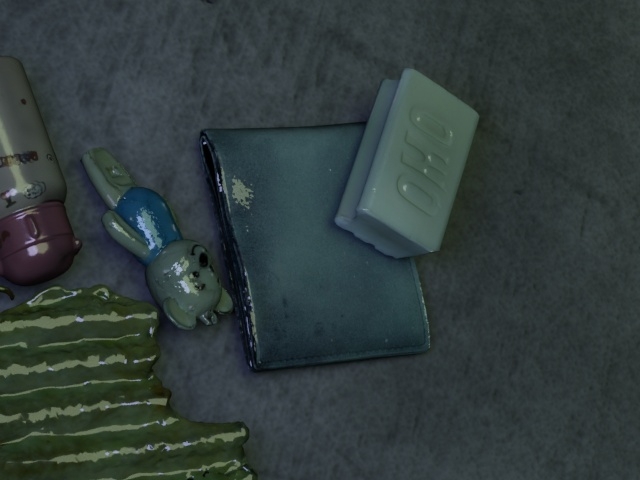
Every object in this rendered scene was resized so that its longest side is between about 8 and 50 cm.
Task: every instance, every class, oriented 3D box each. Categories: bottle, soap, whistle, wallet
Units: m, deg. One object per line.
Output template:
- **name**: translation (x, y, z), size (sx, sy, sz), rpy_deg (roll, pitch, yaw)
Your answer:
- **bottle**: translation (-0.325, -0.067, 1.684), size (0.110, 0.110, 0.233), rpy_deg (-16, 81, -30)
- **soap**: translation (0.102, -0.085, 1.876), size (0.119, 0.066, 0.198), rpy_deg (30, 63, -23)
- **whistle**: translation (-0.180, -0.006, 1.756), size (0.236, 0.077, 0.114), rpy_deg (55, 33, 10)
- **wallet**: translation (0.001, -0.001, 1.856), size (0.251, 0.054, 0.290), rpy_deg (-6, 75, -31)

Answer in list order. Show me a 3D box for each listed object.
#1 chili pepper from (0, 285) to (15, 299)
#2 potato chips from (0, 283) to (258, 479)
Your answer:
- **chili pepper**: translation (-0.404, 0.038, 1.642), size (0.191, 0.050, 0.059), rpy_deg (7, 87, -16)
- **potato chips**: translation (-0.266, 0.245, 1.613), size (0.389, 0.097, 0.373), rpy_deg (-32, 87, -33)
